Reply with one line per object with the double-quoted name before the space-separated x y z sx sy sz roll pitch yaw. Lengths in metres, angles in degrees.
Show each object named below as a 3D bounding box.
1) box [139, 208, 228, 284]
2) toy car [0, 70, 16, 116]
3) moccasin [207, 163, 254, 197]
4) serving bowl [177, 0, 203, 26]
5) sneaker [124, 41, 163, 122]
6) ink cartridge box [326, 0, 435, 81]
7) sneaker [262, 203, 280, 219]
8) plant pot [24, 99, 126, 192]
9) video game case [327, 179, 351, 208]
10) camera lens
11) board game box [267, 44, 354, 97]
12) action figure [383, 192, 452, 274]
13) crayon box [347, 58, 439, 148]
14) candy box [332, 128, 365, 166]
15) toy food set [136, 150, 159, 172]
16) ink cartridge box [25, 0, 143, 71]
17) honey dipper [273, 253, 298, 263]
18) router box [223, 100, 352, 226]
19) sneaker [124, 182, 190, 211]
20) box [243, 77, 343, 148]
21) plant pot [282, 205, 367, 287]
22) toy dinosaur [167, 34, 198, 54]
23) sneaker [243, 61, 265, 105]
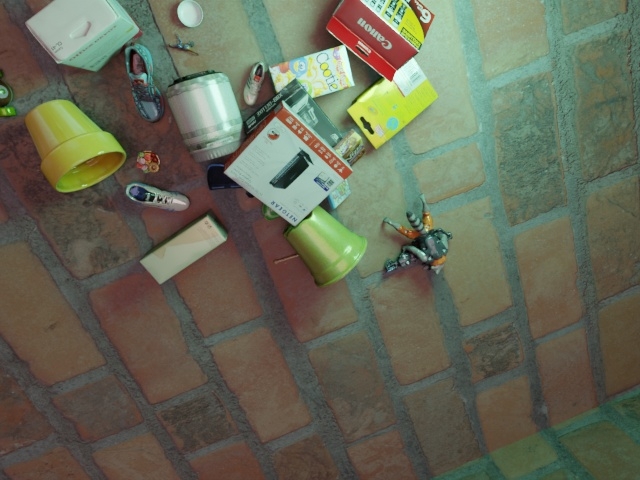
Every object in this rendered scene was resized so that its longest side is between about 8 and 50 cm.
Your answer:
"box" -0.525 0.021 1.564 0.311 0.148 0.121 -34 109 0
"toy car" -1.108 -0.471 1.280 0.149 0.188 0.154 -10 109 -7
"moccasin" -0.262 -0.220 1.545 0.343 0.138 0.116 9 98 6
"serving bowl" -0.449 -0.783 1.387 0.084 0.027 0.083 -3 108 -10
"sneaker" -0.622 -0.538 1.380 0.104 0.125 0.261 -12 109 -6
"ink cartridge box" 0.213 -0.762 1.397 0.310 0.130 0.271 31 67 -18
"sneaker" -0.102 -0.177 1.588 0.296 0.123 0.109 -31 110 1
"plant pot" -0.844 -0.329 1.358 0.254 0.254 0.238 -34 94 1
"video game case" 0.067 -0.212 1.601 0.015 0.166 0.119 -7 114 34
"camera lens" -0.393 -0.435 1.404 0.220 0.219 0.274 -18 109 -4
"board game box" -0.039 -0.592 1.460 0.276 0.144 0.141 -18 110 -3
"action figure" 0.410 0.018 1.720 0.341 0.178 0.330 -37 100 0
"crayon box" 0.273 -0.537 1.566 0.319 0.081 0.202 -40 109 3
"candy box" 0.112 -0.343 1.543 0.109 0.187 0.053 -44 77 6
"toy food set" -0.649 -0.296 1.507 0.083 0.020 0.083 1 107 -10
"ink cartridge box" -0.705 -0.649 1.235 0.226 0.306 0.131 -36 110 2
"honey dipper" -0.122 0.071 1.715 0.161 0.030 0.030 -18 109 0
"router box" -0.109 -0.254 1.397 0.301 0.082 0.336 -43 121 17
"sneaker" -0.620 -0.158 1.522 0.238 0.086 0.085 13 103 -15
"box" -0.086 -0.392 1.457 0.243 0.076 0.307 -35 140 13
"plant pot" 0.000 0.000 1.587 0.276 0.276 0.254 -42 107 4
"toy dinosaur" -0.489 -0.680 1.408 0.082 0.047 0.090 -15 121 14
"sneaker" -0.242 -0.576 1.464 0.057 0.075 0.161 18 103 -15
